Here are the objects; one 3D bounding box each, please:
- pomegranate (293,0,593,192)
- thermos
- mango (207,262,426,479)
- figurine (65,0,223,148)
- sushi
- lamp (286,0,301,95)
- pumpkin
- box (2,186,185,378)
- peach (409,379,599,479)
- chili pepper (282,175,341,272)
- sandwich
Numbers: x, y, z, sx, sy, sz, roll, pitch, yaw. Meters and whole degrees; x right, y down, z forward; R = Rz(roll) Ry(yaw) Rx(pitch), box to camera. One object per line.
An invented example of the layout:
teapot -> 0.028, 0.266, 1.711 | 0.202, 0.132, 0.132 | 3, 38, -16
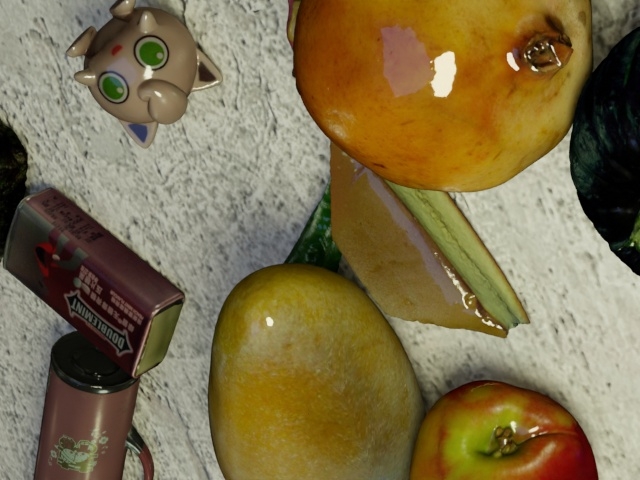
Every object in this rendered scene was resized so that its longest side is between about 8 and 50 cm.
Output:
pomegranate -> 0.112, -0.169, 1.414 | 0.264, 0.264, 0.264 | 17, 119, 34
thermos -> -0.280, 0.270, 2.049 | 0.109, 0.136, 0.330 | 55, 141, 46
mango -> -0.008, 0.163, 1.647 | 0.199, 0.221, 0.384 | 34, 158, 40
figurine -> -0.186, -0.180, 1.745 | 0.138, 0.125, 0.125 | 50, 134, -10
sushi -> -0.439, -0.047, 2.015 | 0.124, 0.127, 0.225 | 41, 132, 18
lamp -> 0.007, -0.243, 1.558 | 0.118, 0.118, 0.253 | -10, 96, 42
pumpkin -> 0.298, -0.051, 1.313 | 0.248, 0.248, 0.248 | 17, 119, 34
box -> -0.265, 0.048, 1.951 | 0.224, 0.069, 0.120 | 38, 129, 19
peach -> 0.175, 0.233, 1.596 | 0.197, 0.197, 0.197 | 17, 119, 34
chili pepper -> 0.000, 0.000, 1.715 | 0.088, 0.059, 0.227 | 36, 127, 28
sandwich -> 0.090, 0.000, 1.612 | 0.096, 0.094, 0.258 | -39, 84, 42
